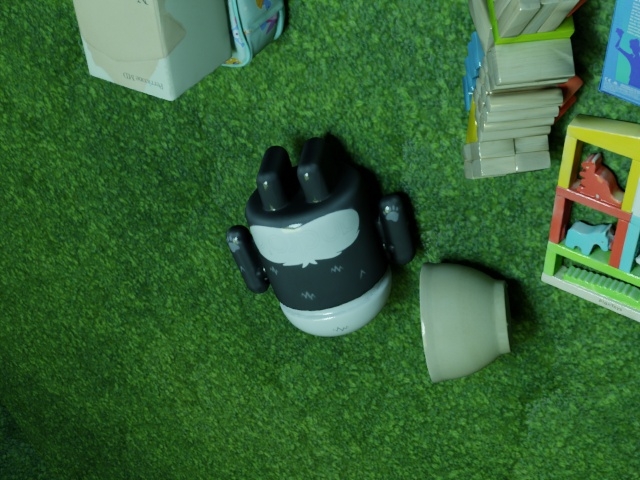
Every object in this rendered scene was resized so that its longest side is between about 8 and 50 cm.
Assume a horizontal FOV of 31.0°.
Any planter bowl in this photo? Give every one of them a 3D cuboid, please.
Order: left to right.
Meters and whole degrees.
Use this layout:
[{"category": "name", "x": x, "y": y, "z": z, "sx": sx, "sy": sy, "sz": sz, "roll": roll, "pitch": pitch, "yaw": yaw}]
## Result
[{"category": "planter bowl", "x": 0.198, "y": 0.105, "z": 1.537, "sx": 0.109, "sy": 0.162, "sz": 0.162, "roll": -5, "pitch": 125, "yaw": 14}]

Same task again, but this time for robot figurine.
[{"category": "robot figurine", "x": -0.002, "y": -0.001, "z": 1.591, "sx": 0.209, "sy": 0.173, "sz": 0.278, "roll": 16, "pitch": 135, "yaw": 46}]

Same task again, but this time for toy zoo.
[{"category": "toy zoo", "x": 0.367, "y": -0.030, "z": 1.347, "sx": 0.192, "sy": 0.030, "sz": 0.293, "roll": 23, "pitch": 137, "yaw": 25}]

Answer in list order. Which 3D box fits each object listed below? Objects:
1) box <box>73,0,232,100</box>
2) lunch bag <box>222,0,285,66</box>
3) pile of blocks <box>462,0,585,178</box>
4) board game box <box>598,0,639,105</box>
[{"category": "box", "x": -0.208, "y": -0.333, "z": 1.330, "sx": 0.148, "sy": 0.121, "sz": 0.311, "roll": 19, "pitch": 135, "yaw": 29}, {"category": "lunch bag", "x": -0.168, "y": -0.367, "z": 1.453, "sx": 0.224, "sy": 0.108, "sz": 0.279, "roll": 16, "pitch": 134, "yaw": 33}, {"category": "pile of blocks", "x": 0.231, "y": -0.205, "z": 1.272, "sx": 0.113, "sy": 0.149, "sz": 0.362, "roll": -6, "pitch": 145, "yaw": -7}, {"category": "board game box", "x": 0.370, "y": -0.206, "z": 1.142, "sx": 0.160, "sy": 0.047, "sz": 0.210, "roll": 27, "pitch": 150, "yaw": 21}]
